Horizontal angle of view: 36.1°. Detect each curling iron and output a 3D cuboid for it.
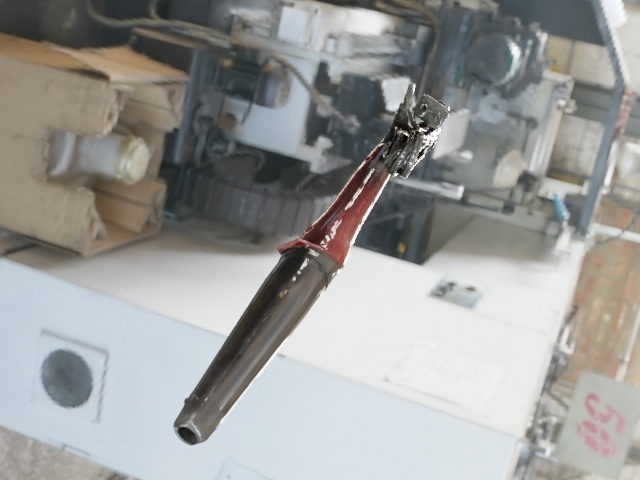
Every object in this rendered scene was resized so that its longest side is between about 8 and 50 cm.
[{"bbox_3d":[0.000,0.000,0.525,0.274,0.035,0.068,-51,172,-38],"label":"curling iron"}]
